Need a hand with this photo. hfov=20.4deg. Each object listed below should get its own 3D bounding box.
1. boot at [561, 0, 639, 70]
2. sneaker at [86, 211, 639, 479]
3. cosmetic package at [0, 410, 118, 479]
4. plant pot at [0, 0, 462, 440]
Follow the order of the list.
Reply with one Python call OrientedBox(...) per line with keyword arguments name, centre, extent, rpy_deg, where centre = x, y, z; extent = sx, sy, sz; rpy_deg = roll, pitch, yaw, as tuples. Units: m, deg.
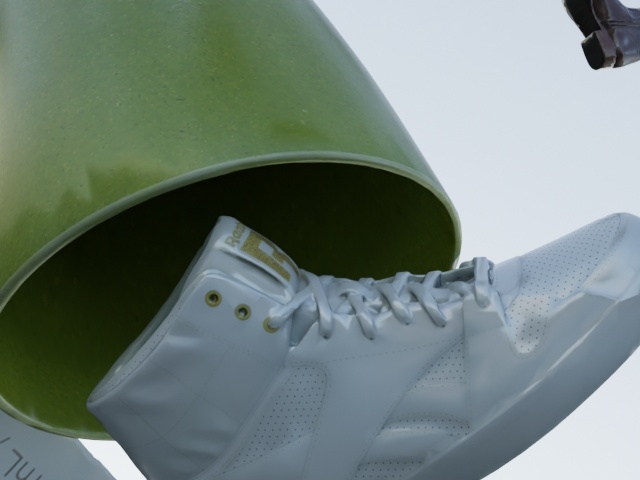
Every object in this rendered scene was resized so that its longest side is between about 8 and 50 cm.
OrientedBox(name="boot", centre=(0.249, -0.186, 1.406), extent=(0.037, 0.114, 0.106), rpy_deg=(-23, -101, 60))
OrientedBox(name="sneaker", centre=(0.021, 0.042, 0.876), extent=(0.169, 0.292, 0.108), rpy_deg=(51, 11, -11))
OrientedBox(name="cosmetic package", centre=(-0.403, 0.156, 1.129), extent=(0.327, 0.393, 0.329), rpy_deg=(33, -16, 45))
OrientedBox(name="plant pot", centre=(-0.096, -0.078, 1.043), extent=(0.275, 0.293, 0.275), rpy_deg=(-15, -31, -9))
